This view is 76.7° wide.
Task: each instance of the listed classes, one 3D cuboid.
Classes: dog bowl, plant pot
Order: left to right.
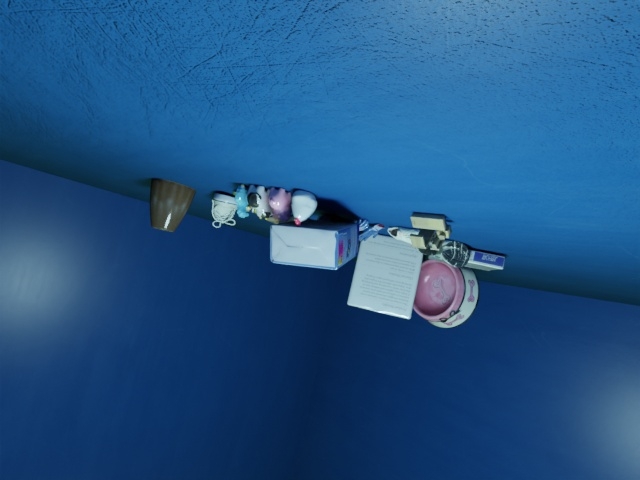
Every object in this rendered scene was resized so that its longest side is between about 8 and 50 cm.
[{"bbox_3d":[-0.752,-0.164,2.001,0.215,0.230,0.215,12,175,1],"label":"plant pot"},{"bbox_3d":[0.667,0.278,2.268,0.150,0.408,0.408,16,173,-36],"label":"dog bowl"}]

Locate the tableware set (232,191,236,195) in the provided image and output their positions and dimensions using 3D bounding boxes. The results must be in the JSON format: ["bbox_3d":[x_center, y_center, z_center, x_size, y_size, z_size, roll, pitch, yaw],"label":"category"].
[{"bbox_3d":[-0.320,-0.199,1.751,0.104,0.024,0.154,19,173,-28],"label":"tableware set"}]

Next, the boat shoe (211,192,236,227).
[{"bbox_3d":[-0.487,-0.138,2.027,0.135,0.157,0.367,14,175,-15],"label":"boat shoe"}]

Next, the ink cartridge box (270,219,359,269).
[{"bbox_3d":[0.000,0.000,1.642,0.270,0.151,0.395,6,-170,18],"label":"ink cartridge box"}]

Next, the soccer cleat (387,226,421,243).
[{"bbox_3d":[0.369,-0.023,1.723,0.076,0.068,0.196,20,174,-34],"label":"soccer cleat"}]

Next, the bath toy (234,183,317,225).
[{"bbox_3d":[-0.170,-0.130,1.552,0.348,0.129,0.151,9,173,31],"label":"bath toy"}]

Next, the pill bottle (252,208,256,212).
[{"bbox_3d":[-0.255,-0.148,1.876,0.116,0.065,0.065,14,174,-5],"label":"pill bottle"}]

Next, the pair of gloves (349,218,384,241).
[{"bbox_3d":[0.189,-0.045,1.819,0.198,0.023,0.159,10,149,-35],"label":"pair of gloves"}]

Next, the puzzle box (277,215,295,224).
[{"bbox_3d":[-0.023,-0.013,2.249,0.409,0.052,0.272,28,164,-20],"label":"puzzle box"}]

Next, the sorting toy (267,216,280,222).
[{"bbox_3d":[-0.189,-0.099,2.396,0.193,0.038,0.208,8,168,39],"label":"sorting toy"}]

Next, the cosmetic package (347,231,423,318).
[{"bbox_3d":[0.360,0.191,2.180,0.329,0.394,0.327,12,174,13],"label":"cosmetic package"}]

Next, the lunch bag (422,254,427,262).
[{"bbox_3d":[0.517,0.113,2.512,0.279,0.108,0.224,9,169,24],"label":"lunch bag"}]

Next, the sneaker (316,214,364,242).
[{"bbox_3d":[0.122,-0.044,1.896,0.283,0.107,0.124,17,167,-37],"label":"sneaker"}]

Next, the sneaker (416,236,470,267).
[{"bbox_3d":[0.540,0.033,1.821,0.283,0.110,0.122,21,-176,-14],"label":"sneaker"}]

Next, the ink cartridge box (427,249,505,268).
[{"bbox_3d":[0.707,0.084,2.008,0.324,0.071,0.330,11,178,12],"label":"ink cartridge box"}]

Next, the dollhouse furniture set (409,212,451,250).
[{"bbox_3d":[0.400,-0.063,1.443,0.144,0.123,0.151,8,138,37],"label":"dollhouse furniture set"}]
